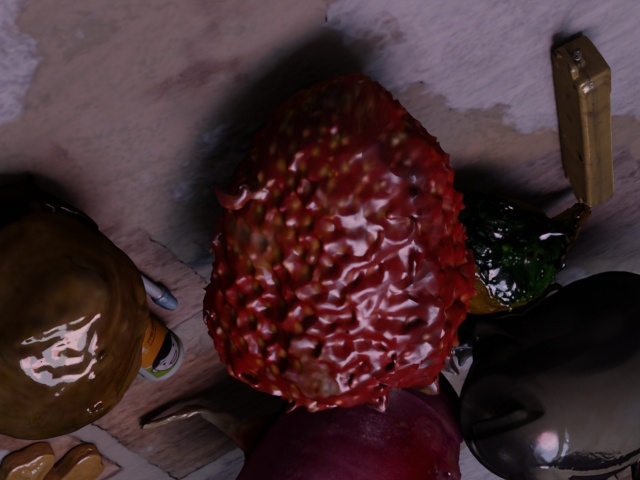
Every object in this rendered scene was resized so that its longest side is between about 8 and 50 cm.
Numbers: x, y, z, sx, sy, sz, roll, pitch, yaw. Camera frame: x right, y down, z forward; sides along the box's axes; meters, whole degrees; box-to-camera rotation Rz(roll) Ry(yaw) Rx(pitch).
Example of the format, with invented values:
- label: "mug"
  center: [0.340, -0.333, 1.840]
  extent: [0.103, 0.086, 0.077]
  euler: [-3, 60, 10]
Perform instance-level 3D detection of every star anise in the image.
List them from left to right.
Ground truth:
- label: "star anise"
  center: [0.217, 0.087, 2.068]
  extent: [0.181, 0.061, 0.204]
  euler: [-25, 156, -37]

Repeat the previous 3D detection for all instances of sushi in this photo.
- label: "sushi"
  center: [0.208, 0.011, 1.868]
  extent: [0.287, 0.149, 0.140]
  euler: [5, 135, -33]

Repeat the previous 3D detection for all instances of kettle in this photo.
- label: "kettle"
  center: [0.302, 0.219, 1.943]
  extent: [0.228, 0.320, 0.324]
  euler: [-21, 178, 39]

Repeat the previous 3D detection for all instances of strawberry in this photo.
- label: "strawberry"
  center: [-0.002, 0.002, 1.617]
  extent: [0.292, 0.292, 0.343]
  euler: [-25, 132, -3]

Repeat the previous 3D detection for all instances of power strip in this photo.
- label: "power strip"
  center: [0.291, -0.129, 1.804]
  extent: [0.044, 0.064, 0.305]
  euler: [-28, 150, -4]

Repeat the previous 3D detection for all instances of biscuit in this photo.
- label: "biscuit"
  center: [-0.371, 0.325, 2.014]
  extent: [0.144, 0.040, 0.236]
  euler: [15, 128, -42]

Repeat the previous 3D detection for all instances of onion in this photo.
- label: "onion"
  center: [0.013, 0.273, 1.982]
  extent: [0.358, 0.358, 0.345]
  euler: [-35, 106, 12]

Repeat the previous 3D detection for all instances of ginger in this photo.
- label: "ginger"
  center: [-0.291, 0.089, 1.541]
  extent: [0.269, 0.223, 0.200]
  euler: [-30, 152, -1]

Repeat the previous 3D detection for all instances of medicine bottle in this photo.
- label: "medicine bottle"
  center: [-0.207, 0.076, 1.745]
  extent: [0.092, 0.061, 0.220]
  euler: [-52, 149, -5]
